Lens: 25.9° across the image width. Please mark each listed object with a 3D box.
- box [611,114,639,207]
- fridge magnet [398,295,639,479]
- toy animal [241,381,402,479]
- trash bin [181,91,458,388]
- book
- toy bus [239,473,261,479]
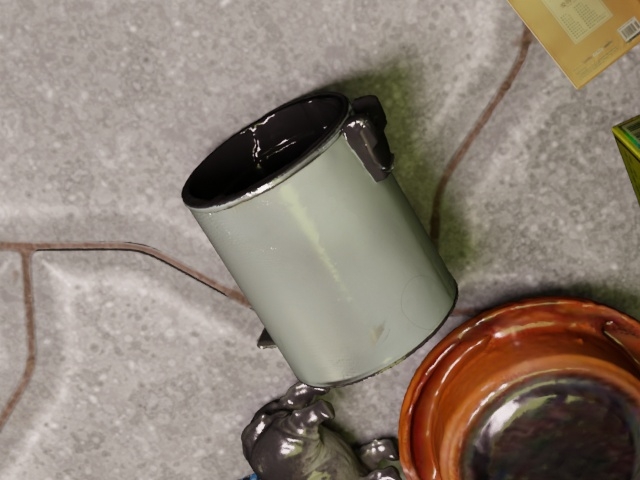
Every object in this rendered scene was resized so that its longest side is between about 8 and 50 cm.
[{"bbox_3d":[0.410,-0.048,1.583,0.064,0.220,0.141,-23,112,4],"label":"box"},{"bbox_3d":[0.278,0.237,1.726,0.364,0.155,0.363,-2,113,-5],"label":"fridge magnet"},{"bbox_3d":[0.033,0.330,1.771,0.168,0.106,0.343,-25,115,9],"label":"toy animal"},{"bbox_3d":[0.000,0.000,1.569,0.277,0.217,0.262,-19,115,30],"label":"trash bin"},{"bbox_3d":[0.292,-0.271,1.592,0.118,0.012,0.172,-38,111,11],"label":"book"},{"bbox_3d":[-0.084,0.344,1.802,0.046,0.038,0.083,-7,114,2],"label":"toy bus"}]
